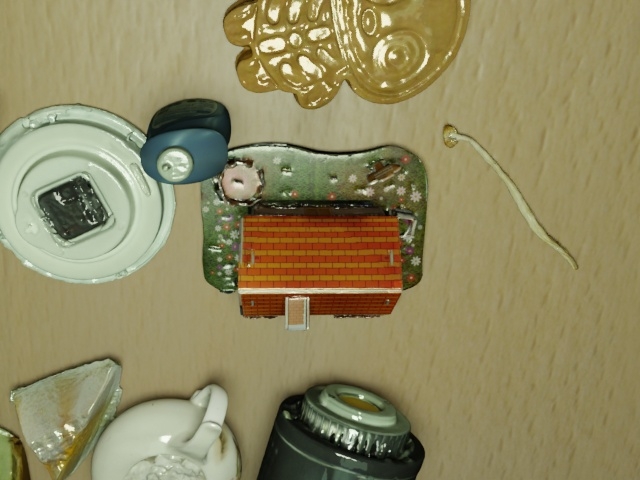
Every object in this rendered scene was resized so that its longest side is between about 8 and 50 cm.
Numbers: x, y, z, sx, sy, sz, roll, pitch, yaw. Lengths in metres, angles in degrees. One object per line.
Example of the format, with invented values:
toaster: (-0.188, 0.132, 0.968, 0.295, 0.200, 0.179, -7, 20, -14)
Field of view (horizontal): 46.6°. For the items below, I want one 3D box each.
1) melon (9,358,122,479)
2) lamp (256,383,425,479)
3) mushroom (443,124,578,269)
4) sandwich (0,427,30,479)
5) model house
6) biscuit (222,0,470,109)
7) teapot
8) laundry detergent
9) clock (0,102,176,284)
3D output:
melon: (-0.352, 0.233, 0.999, 0.140, 0.093, 0.202, 26, 103, -7)
lamp: (0.015, 0.333, 1.005, 0.205, 0.374, 0.272, 17, 77, -5)
mushroom: (0.258, -0.054, 0.980, 0.286, 0.026, 0.028, 40, 119, -20)
sandwich: (-0.489, 0.401, 1.046, 0.155, 0.227, 0.198, 0, 147, -7)
model house: (-0.001, 0.001, 0.904, 0.294, 0.154, 0.207, 0, 113, -5)
biscuit: (0.033, -0.253, 0.867, 0.289, 0.044, 0.202, -10, 113, -4)
teapot: (-0.207, 0.309, 1.016, 0.204, 0.139, 0.298, 23, 108, -11)
laundry detergent: (-0.148, -0.108, 0.816, 0.097, 0.206, 0.061, 1, 111, -5)
clock: (-0.298, -0.046, 0.910, 0.237, 0.053, 0.236, -2, 113, -6)
